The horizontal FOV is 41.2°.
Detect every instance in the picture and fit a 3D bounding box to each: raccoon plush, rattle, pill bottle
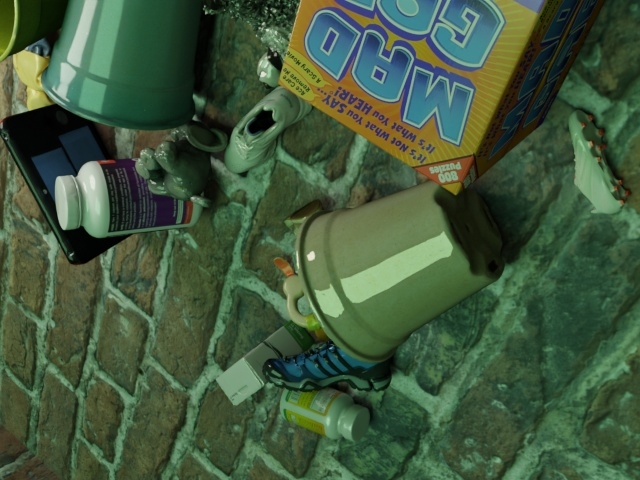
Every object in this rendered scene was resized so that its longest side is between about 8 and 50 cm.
[{"bbox_3d":[-0.022,-0.490,1.543,0.299,0.216,0.447,34,121,8],"label":"raccoon plush"},{"bbox_3d":[-0.025,0.132,2.038,0.130,0.142,0.200,-50,61,11],"label":"rattle"},{"bbox_3d":[-0.452,-0.105,2.019,0.181,0.322,0.182,23,116,58],"label":"pill bottle"},{"bbox_3d":[0.013,0.423,2.111,0.208,0.117,0.118,14,122,32],"label":"pill bottle"}]

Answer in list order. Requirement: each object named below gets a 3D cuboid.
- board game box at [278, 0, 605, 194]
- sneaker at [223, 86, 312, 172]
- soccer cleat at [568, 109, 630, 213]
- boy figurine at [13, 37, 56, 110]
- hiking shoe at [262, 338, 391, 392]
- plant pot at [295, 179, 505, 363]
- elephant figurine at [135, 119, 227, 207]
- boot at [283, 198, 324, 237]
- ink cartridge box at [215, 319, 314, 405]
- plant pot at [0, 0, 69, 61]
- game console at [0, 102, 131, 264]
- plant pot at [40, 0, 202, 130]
[{"bbox_3d":[0.210,-0.362,1.348,0.356,0.356,0.357,34,131,18],"label":"board game box"},{"bbox_3d":[-0.143,-0.239,1.854,0.111,0.129,0.297,49,135,3],"label":"sneaker"},{"bbox_3d":[0.466,-0.131,1.479,0.076,0.068,0.196,-17,106,46],"label":"soccer cleat"},{"bbox_3d":[-0.732,-0.457,2.222,0.177,0.092,0.285,20,126,28],"label":"boy figurine"},{"bbox_3d":[0.017,0.271,1.971,0.303,0.113,0.132,0,107,-7],"label":"hiking shoe"},{"bbox_3d":[0.175,0.032,1.657,0.305,0.334,0.334,-28,96,32],"label":"plant pot"},{"bbox_3d":[-0.292,-0.209,1.941,0.169,0.239,0.186,-3,125,37],"label":"elephant figurine"},{"bbox_3d":[0.000,0.000,1.868,0.165,0.077,0.213,56,167,-4],"label":"boot"},{"bbox_3d":[-0.137,0.298,2.094,0.087,0.208,0.153,52,134,3],"label":"ink cartridge box"},{"bbox_3d":[-0.652,-0.609,1.891,0.366,0.353,0.367,18,123,30],"label":"plant pot"},{"bbox_3d":[-0.614,-0.154,2.135,0.060,0.342,0.387,-24,99,18],"label":"game console"},{"bbox_3d":[-0.400,-0.462,1.815,0.341,0.341,0.334,32,123,21],"label":"plant pot"}]
